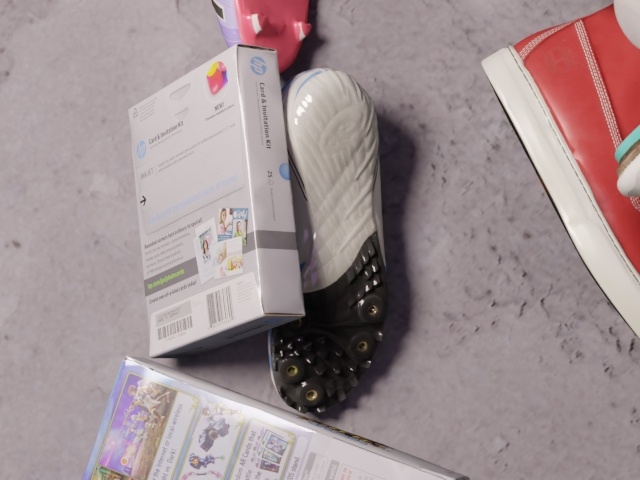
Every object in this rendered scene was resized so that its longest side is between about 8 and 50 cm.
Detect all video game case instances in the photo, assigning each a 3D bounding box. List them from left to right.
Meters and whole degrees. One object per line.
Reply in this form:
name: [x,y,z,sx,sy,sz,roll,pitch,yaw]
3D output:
video game case: [-0.059,0.243,1.127,0.244,0.061,0.270,19,89,16]

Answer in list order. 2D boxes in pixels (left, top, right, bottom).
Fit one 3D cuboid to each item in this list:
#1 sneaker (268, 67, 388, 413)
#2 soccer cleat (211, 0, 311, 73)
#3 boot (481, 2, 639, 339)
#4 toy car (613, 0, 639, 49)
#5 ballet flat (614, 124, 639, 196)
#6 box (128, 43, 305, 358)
sneaker: [0.000,0.000,1.172,0.085,0.086,0.237,2,91,-14]
soccer cleat: [-0.068,-0.232,1.236,0.095,0.083,0.248,-17,79,41]
boot: [0.234,-0.056,1.113,0.176,0.088,0.244,-26,70,6]
toy car: [0.232,-0.216,1.066,0.159,0.136,0.182,-32,52,-12]
ballet flat: [0.363,-0.113,0.994,0.400,0.139,0.139,-35,72,-9]
box: [-0.075,-0.023,1.165,0.145,0.038,0.186,-23,70,50]
